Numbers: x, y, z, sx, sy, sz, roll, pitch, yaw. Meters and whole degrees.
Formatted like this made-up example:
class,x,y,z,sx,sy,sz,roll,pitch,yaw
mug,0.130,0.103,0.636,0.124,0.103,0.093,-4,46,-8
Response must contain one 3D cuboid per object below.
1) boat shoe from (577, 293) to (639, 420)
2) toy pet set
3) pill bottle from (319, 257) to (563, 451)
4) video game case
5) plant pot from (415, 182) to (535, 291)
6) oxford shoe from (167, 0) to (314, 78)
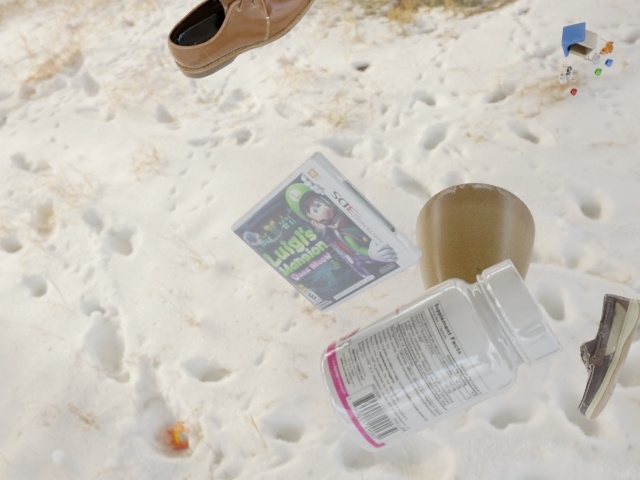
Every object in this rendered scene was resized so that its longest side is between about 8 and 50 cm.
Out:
class,x,y,z,sx,sy,sz,roll,pitch,yaw
boat shoe,0.610,0.247,1.342,0.092,0.103,0.285,21,78,31
toy pet set,0.495,-0.360,1.186,0.065,0.122,0.114,16,70,-9
pill bottle,0.155,0.149,0.817,0.283,0.160,0.160,-30,41,14
video game case,0.000,0.000,0.761,0.190,0.173,0.022,-35,16,45
plant pot,0.284,0.057,1.167,0.237,0.237,0.254,0,36,17
oxford shoe,-0.084,-0.270,0.719,0.212,0.076,0.076,-37,80,-3
